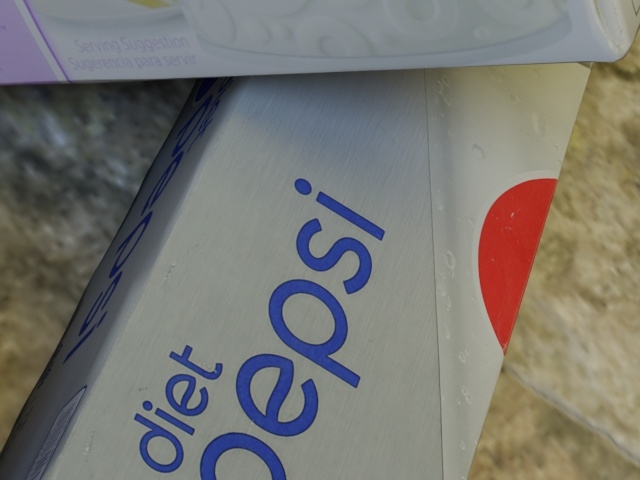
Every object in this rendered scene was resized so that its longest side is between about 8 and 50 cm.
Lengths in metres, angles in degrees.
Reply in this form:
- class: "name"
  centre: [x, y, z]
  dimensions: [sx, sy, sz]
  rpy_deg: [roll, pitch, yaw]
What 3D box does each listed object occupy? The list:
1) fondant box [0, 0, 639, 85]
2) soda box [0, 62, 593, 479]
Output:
- class: "fondant box"
  centre: [0.006, -0.180, 0.498]
  dimensions: [0.330, 0.238, 0.096]
  rpy_deg: [-61, 141, -42]
- class: "soda box"
  centre: [0.000, 0.000, 0.473]
  dimensions: [0.098, 0.091, 0.286]
  rpy_deg: [33, 49, -11]
